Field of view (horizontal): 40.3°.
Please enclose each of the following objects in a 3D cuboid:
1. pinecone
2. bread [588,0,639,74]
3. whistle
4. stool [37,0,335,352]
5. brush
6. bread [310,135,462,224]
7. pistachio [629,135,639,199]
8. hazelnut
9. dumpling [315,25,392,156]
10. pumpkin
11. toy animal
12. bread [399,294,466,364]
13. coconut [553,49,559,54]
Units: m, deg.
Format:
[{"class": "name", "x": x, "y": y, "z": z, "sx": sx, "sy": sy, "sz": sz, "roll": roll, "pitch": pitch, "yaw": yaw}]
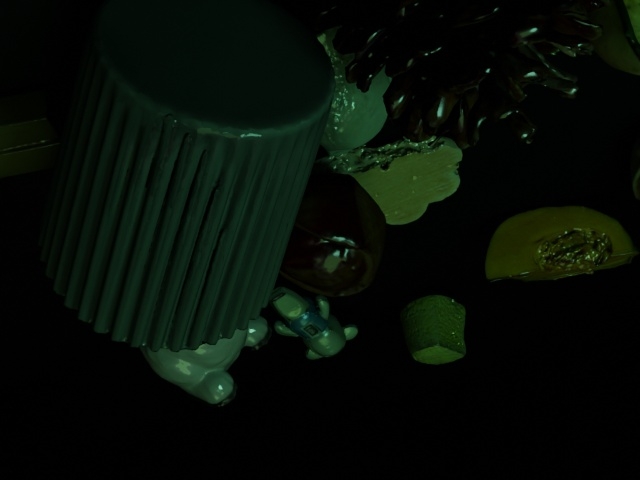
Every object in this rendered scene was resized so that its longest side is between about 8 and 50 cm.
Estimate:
[{"class": "pinecone", "x": 0.129, "y": -0.225, "z": 0.865, "sx": 0.242, "sy": 0.296, "sz": 0.298, "roll": -37, "pitch": 169, "yaw": 6}, {"class": "bread", "x": 0.341, "y": -0.269, "z": 0.941, "sx": 0.174, "sy": 0.252, "sz": 0.133, "roll": -2, "pitch": 169, "yaw": -20}, {"class": "whistle", "x": -0.023, "y": 0.142, "z": 1.569, "sx": 0.114, "sy": 0.077, "sz": 0.236, "roll": -32, "pitch": 138, "yaw": 12}, {"class": "stool", "x": -0.148, "y": -0.086, "z": 0.976, "sx": 0.297, "sy": 0.297, "sz": 0.330, "roll": 2, "pitch": 140, "yaw": -23}, {"class": "brush", "x": -0.424, "y": -0.113, "z": 1.049, "sx": 0.233, "sy": 0.047, "sz": 0.103, "roll": -12, "pitch": 151, "yaw": -1}, {"class": "bread", "x": 0.084, "y": -0.078, "z": 1.291, "sx": 0.250, "sy": 0.039, "sz": 0.182, "roll": -12, "pitch": 148, "yaw": -1}, {"class": "pistachio", "x": 0.544, "y": -0.107, "z": 1.327, "sx": 0.143, "sy": 0.144, "sz": 0.215, "roll": -19, "pitch": 153, "yaw": 10}, {"class": "hazelnut", "x": 0.007, "y": 0.002, "z": 1.191, "sx": 0.160, "sy": 0.170, "sz": 0.202, "roll": -38, "pitch": 142, "yaw": -34}, {"class": "dumpling", "x": 0.038, "y": -0.176, "z": 1.060, "sx": 0.152, "sy": 0.108, "sz": 0.219, "roll": -14, "pitch": 150, "yaw": 3}, {"class": "pumpkin", "x": 0.391, "y": 0.015, "z": 1.505, "sx": 0.278, "sy": 0.111, "sz": 0.163, "roll": -11, "pitch": 163, "yaw": -6}, {"class": "toy animal", "x": -0.225, "y": 0.077, "z": 1.320, "sx": 0.257, "sy": 0.194, "sz": 0.357, "roll": -1, "pitch": 137, "yaw": 27}, {"class": "bread", "x": 0.212, "y": 0.168, "z": 1.653, "sx": 0.129, "sy": 0.114, "sz": 0.111, "roll": 20, "pitch": 142, "yaw": -36}, {"class": "coconut", "x": 0.340, "y": -0.283, "z": 1.040, "sx": 0.158, "sy": 0.055, "sz": 0.133, "roll": 2, "pitch": 120, "yaw": -17}]
